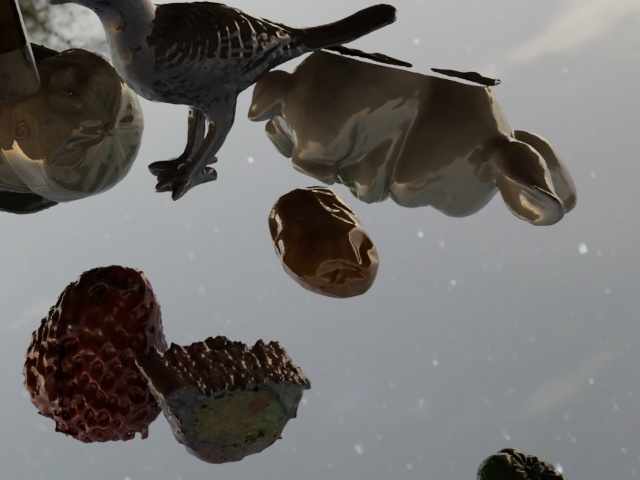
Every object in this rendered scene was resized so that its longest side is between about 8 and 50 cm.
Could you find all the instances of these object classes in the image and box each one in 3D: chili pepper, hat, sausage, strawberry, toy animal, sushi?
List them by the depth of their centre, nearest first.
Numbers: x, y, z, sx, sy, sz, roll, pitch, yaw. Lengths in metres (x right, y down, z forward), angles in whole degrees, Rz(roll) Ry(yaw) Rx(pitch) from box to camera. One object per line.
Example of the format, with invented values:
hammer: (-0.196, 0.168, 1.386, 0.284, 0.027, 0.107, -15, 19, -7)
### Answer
toy animal: (-0.093, -0.138, 1.031, 0.367, 0.205, 0.081, 5, -163, -43)
chili pepper: (0.133, 0.285, 1.043, 0.083, 0.253, 0.099, 38, -157, 34)
toy animal: (0.100, -0.103, 1.232, 0.325, 0.154, 0.208, 16, -167, 15)
sushi: (-0.133, 0.197, 1.479, 0.241, 0.161, 0.107, -2, -139, -43)
hat: (-0.367, -0.151, 1.585, 0.275, 0.231, 0.161, 2, 178, -7)
strawberry: (-0.282, 0.138, 1.597, 0.205, 0.244, 0.205, 13, -145, -10)
sausage: (0.001, 0.000, 1.794, 0.120, 0.136, 0.241, -62, -158, 19)

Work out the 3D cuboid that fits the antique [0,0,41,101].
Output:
antique: (-0.408, -0.297, 1.429, 0.093, 0.087, 0.310, -18, -120, -9)
